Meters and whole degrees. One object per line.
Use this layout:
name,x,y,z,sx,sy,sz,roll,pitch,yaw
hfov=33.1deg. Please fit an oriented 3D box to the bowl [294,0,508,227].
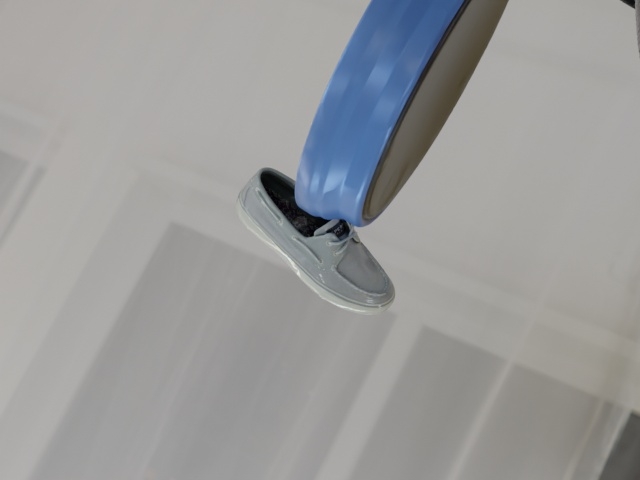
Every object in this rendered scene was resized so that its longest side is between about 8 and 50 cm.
bowl,0.105,-0.187,1.157,0.077,0.391,0.391,30,168,9

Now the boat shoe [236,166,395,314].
boat shoe,0.000,-0.001,1.273,0.227,0.079,0.081,38,143,3

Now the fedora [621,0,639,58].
fedora,0.510,-0.270,1.398,0.334,0.153,0.334,12,176,1
